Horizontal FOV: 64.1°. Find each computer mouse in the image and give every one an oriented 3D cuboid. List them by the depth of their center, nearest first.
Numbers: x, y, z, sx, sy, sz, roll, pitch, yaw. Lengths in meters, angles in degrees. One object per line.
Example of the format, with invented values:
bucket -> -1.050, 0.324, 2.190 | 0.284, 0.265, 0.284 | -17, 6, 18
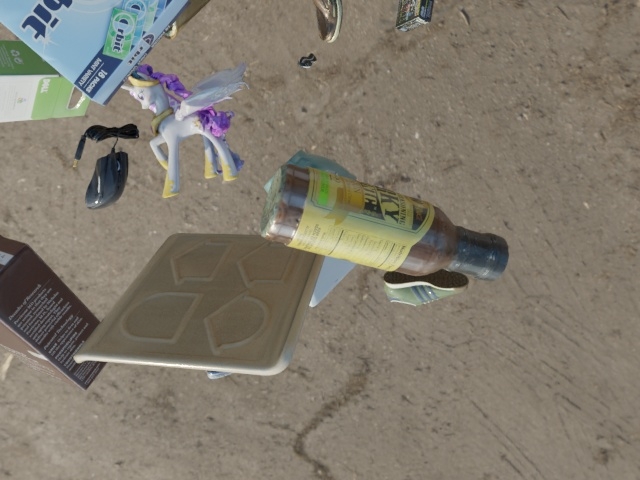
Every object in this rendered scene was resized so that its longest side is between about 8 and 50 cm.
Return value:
computer mouse -> -0.551, -0.173, 1.298 | 0.060, 0.184, 0.261 | 34, 110, 13

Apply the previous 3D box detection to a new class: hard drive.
hard drive -> 0.000, 0.000, 1.326 | 0.040, 0.203, 0.307 | 21, 141, 37

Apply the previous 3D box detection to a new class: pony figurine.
pony figurine -> -0.347, -0.336, 1.415 | 0.351, 0.302, 0.363 | -15, 115, -1

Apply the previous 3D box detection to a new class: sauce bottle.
sauce bottle -> 0.095, -0.014, 0.707 | 0.345, 0.111, 0.111 | 14, 124, -16

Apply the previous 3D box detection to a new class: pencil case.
pencil case -> -0.509, -0.448, 1.647 | 0.206, 0.086, 0.088 | 33, 127, -13

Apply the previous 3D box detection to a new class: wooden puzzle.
wooden puzzle -> -0.169, 0.099, 0.843 | 0.348, 0.322, 0.080 | -3, 123, 16

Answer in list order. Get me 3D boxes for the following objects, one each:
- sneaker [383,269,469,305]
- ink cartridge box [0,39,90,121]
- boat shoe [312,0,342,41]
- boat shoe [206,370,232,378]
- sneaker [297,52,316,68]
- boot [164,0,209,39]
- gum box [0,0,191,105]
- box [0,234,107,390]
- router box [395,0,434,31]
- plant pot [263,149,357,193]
sneaker -> 0.244, 0.114, 1.198 | 0.192, 0.064, 0.086 | 1, 133, 9
ink cartridge box -> -0.435, -0.220, 0.713 | 0.109, 0.209, 0.062 | -36, 77, 47
boat shoe -> 0.003, -0.708, 1.478 | 0.095, 0.095, 0.257 | -20, 127, -30
boat shoe -> -0.223, 0.318, 1.394 | 0.183, 0.066, 0.066 | -17, 103, -21
sneaker -> -0.049, -0.573, 1.655 | 0.044, 0.109, 0.040 | -29, 102, 34
boot -> -0.295, -0.655, 1.303 | 0.089, 0.269, 0.236 | 41, 158, -11
gum box -> -0.267, -0.271, 0.563 | 0.184, 0.041, 0.157 | 41, 93, -4
box -> -0.610, 0.153, 1.071 | 0.191, 0.143, 0.381 | 12, 142, 23
router box -> 0.226, -0.566, 1.201 | 0.038, 0.092, 0.122 | 7, 93, -28
plant pot -> -0.055, -0.165, 1.636 | 0.196, 0.293, 0.293 | 44, 115, -7
